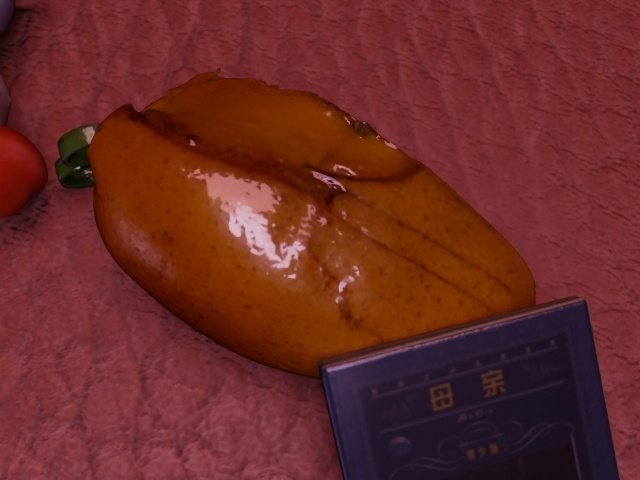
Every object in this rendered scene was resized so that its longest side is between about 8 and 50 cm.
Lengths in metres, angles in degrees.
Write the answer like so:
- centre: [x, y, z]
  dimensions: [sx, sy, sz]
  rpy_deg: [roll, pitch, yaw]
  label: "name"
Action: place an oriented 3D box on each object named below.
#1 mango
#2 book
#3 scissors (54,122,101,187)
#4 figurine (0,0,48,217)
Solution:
- centre: [0.000, 0.000, 0.591]
  dimensions: [0.350, 0.201, 0.199]
  rpy_deg: [26, 107, -3]
  label: "mango"
- centre: [0.118, 0.189, 0.526]
  dimensions: [0.191, 0.025, 0.269]
  rpy_deg: [-13, 96, -9]
  label: "book"
- centre: [-0.128, -0.088, 0.672]
  dimensions: [0.204, 0.101, 0.027]
  rpy_deg: [-16, 82, -27]
  label: "scissors"
- centre: [-0.332, -0.145, 0.636]
  dimensions: [0.208, 0.181, 0.257]
  rpy_deg: [18, 61, -40]
  label: "figurine"
